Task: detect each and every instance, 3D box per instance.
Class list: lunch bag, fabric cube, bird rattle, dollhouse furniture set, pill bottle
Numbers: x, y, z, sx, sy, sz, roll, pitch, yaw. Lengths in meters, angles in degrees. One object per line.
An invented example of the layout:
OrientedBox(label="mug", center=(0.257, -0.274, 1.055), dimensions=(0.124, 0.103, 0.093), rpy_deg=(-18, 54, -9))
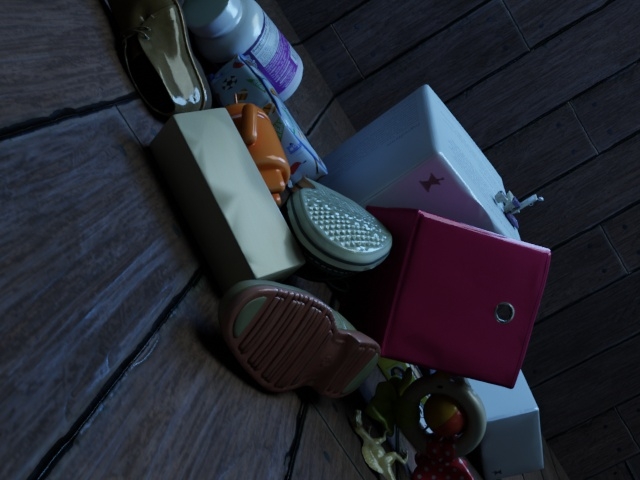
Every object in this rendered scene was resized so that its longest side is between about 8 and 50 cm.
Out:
OrientedBox(label="lunch bag", center=(-0.107, -0.236, 1.824), dimensions=(0.243, 0.115, 0.303), rpy_deg=(48, 10, -49))
OrientedBox(label="fabric cube", center=(0.207, 0.091, 1.541), dimensions=(0.258, 0.254, 0.259), rpy_deg=(16, 0, -17))
OrientedBox(label="bird rattle", center=(0.210, 0.345, 1.601), dimensions=(0.253, 0.207, 0.143), rpy_deg=(52, 29, 10))
OrientedBox(label="dollhouse furniture set", center=(0.430, -0.101, 1.886), dimensions=(0.091, 0.081, 0.114), rpy_deg=(51, 21, -18))
OrientedBox(label="pill bottle", center=(-0.176, -0.437, 1.937), dimensions=(0.301, 0.169, 0.169), rpy_deg=(42, 21, -53))

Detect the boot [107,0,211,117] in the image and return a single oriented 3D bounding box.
OrientedBox(label="boot", center=(-0.285, -0.337, 1.428), dimensions=(0.305, 0.112, 0.115), rpy_deg=(63, 23, 4))

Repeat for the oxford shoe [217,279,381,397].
OrientedBox(label="oxford shoe", center=(-0.053, 0.129, 1.259), dimensions=(0.146, 0.140, 0.397), rpy_deg=(40, -1, 31))

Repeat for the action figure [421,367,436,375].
OrientedBox(label="action figure", center=(0.274, 0.319, 2.099), dimensions=(0.185, 0.099, 0.285), rpy_deg=(77, -9, -81))

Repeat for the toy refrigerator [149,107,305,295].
OrientedBox(label="toy refrigerator", center=(-0.141, -0.054, 1.281), dimensions=(0.102, 0.094, 0.269), rpy_deg=(-18, 75, -44))

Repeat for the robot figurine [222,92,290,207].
OrientedBox(label="robot figurine", center=(-0.129, -0.155, 1.540), dimensions=(0.158, 0.128, 0.219), rpy_deg=(41, 22, -55))

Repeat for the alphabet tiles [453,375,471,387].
OrientedBox(label="alphabet tiles", center=(0.323, 0.336, 2.219), dimensions=(0.342, 0.011, 0.285), rpy_deg=(82, -16, -67))

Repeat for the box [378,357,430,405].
OrientedBox(label="box", center=(0.160, 0.258, 1.902), dimensions=(0.232, 0.058, 0.087), rpy_deg=(57, 13, -11))

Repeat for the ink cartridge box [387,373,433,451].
OrientedBox(label="ink cartridge box", center=(0.206, 0.387, 1.812), dimensions=(0.207, 0.046, 0.097), rpy_deg=(55, 14, -20))

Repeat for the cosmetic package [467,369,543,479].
OrientedBox(label="cosmetic package", center=(0.456, 0.398, 2.373), dimensions=(0.453, 0.161, 0.230), rpy_deg=(-101, 178, -56))

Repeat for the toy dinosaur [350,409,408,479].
OrientedBox(label="toy dinosaur", center=(0.105, 0.371, 1.468), dimensions=(0.092, 0.053, 0.183), rpy_deg=(3, 49, -58))

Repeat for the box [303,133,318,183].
OrientedBox(label="box", center=(-0.018, -0.134, 2.112), dimensions=(0.216, 0.060, 0.270), rpy_deg=(57, 12, -12))

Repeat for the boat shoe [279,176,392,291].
OrientedBox(label="boat shoe", center=(0.000, 0.000, 1.484), dimensions=(0.187, 0.156, 0.500), rpy_deg=(28, 6, -9))

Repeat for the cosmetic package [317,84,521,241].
OrientedBox(label="cosmetic package", center=(0.211, -0.076, 1.941), dimensions=(0.329, 0.327, 0.393), rpy_deg=(48, 21, -21))
